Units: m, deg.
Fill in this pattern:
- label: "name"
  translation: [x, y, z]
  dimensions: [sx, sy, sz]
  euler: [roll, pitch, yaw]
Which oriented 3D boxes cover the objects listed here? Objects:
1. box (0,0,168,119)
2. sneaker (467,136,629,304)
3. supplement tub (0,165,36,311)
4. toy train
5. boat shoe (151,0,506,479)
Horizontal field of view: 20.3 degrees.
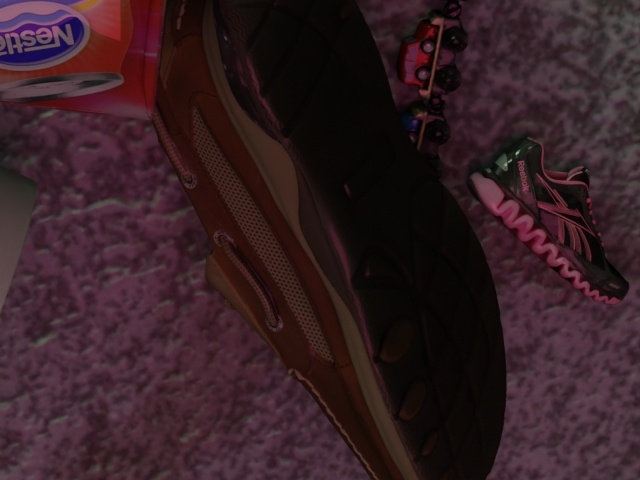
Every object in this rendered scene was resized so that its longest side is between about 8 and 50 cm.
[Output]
- label: "box"
  translation: [-0.130, -0.153, 0.813]
  dimensions: [0.128, 0.257, 0.123]
  euler: [6, 111, -7]
- label: "sneaker"
  translation: [0.141, -0.012, 1.015]
  dimensions: [0.119, 0.047, 0.057]
  euler: [42, 91, -20]
- label: "supplement tub"
  translation: [-0.329, 0.004, 0.864]
  dimensions: [0.331, 0.241, 0.241]
  euler: [22, 108, -14]
- label: "toy train"
  translation: [0.060, -0.099, 0.978]
  dimensions: [0.036, 0.027, 0.158]
  euler: [7, 110, -6]
- label: "boat shoe"
  translation: [0.000, 0.000, 0.971]
  dimensions: [0.120, 0.122, 0.324]
  euler: [-7, 113, 41]
